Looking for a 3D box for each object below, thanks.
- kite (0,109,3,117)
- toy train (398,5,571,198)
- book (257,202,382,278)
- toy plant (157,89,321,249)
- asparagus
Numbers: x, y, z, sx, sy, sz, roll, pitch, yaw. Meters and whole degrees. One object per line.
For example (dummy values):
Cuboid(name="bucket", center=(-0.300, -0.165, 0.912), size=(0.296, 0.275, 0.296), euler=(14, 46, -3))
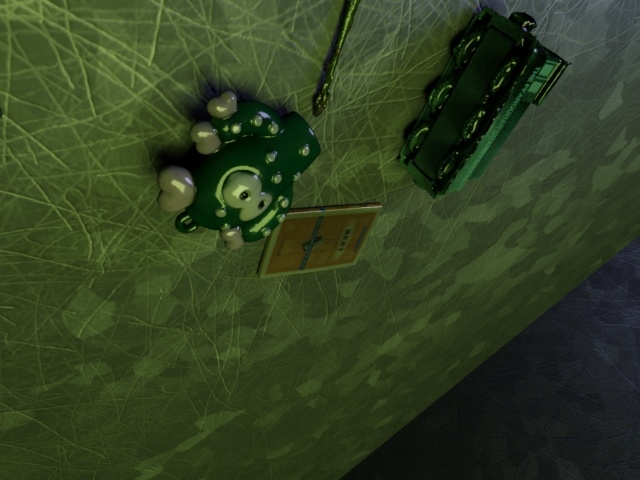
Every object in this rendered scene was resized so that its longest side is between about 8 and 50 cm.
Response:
Cuboid(name="kite", center=(-0.449, -0.177, 0.459), size=(0.152, 0.015, 0.285), euler=(-35, 141, 6))
Cuboid(name="toy train", center=(0.281, -0.225, 0.869), size=(0.178, 0.138, 0.330), euler=(-7, 137, -38))
Cuboid(name="book", center=(0.000, 0.001, 1.002), size=(0.241, 0.018, 0.170), euler=(-7, 136, -32))
Cuboid(name="toy plant", center=(-0.115, -0.092, 0.729), size=(0.232, 0.112, 0.243), euler=(20, 113, -50))
Cuboid(name="asparagus", center=(0.025, -0.276, 0.706), size=(0.022, 0.023, 0.233), euler=(23, 127, 2))
